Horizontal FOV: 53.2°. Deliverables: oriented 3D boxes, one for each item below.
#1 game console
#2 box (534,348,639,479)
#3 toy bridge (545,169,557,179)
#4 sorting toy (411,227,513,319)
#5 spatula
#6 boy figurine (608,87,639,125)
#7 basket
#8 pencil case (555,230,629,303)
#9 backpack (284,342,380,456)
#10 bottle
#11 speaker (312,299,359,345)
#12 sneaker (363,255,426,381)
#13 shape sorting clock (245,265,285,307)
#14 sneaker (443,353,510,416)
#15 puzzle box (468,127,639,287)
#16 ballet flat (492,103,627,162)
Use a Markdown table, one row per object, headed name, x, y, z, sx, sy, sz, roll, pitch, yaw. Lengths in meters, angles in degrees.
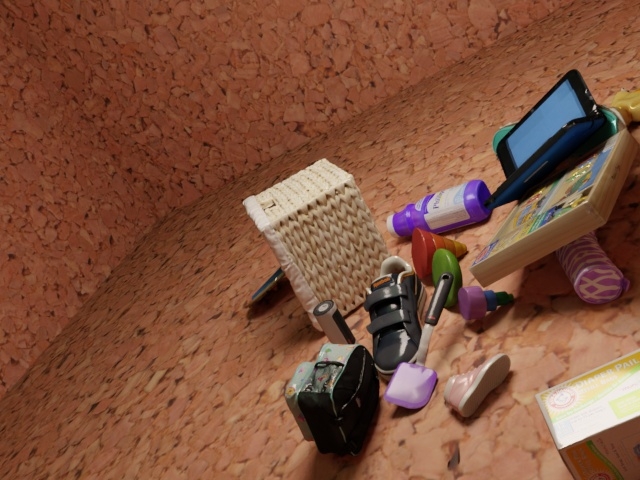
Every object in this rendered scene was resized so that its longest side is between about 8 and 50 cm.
| name | x | y | z | sx | sy | sz | roll | pitch | yaw |
| --- | --- | --- | --- | --- | --- | --- | --- | --- | --- |
| game console | 0.493 | -0.239 | 1.498 | 0.250 | 0.173 | 0.293 | -17 | -25 | -43 |
| box | 0.409 | 0.233 | 0.845 | 0.203 | 0.103 | 0.114 | -29 | 21 | 13 |
| toy bridge | 0.580 | -0.137 | 1.524 | 0.063 | 0.026 | 0.188 | -35 | 19 | -2 |
| sorting toy | 0.314 | 0.067 | 1.411 | 0.126 | 0.127 | 0.365 | -6 | 21 | -10 |
| spatula | 0.208 | 0.187 | 1.241 | 0.084 | 0.030 | 0.297 | 12 | 64 | 26 |
| boy figurine | 0.796 | -0.355 | 1.598 | 0.285 | 0.092 | 0.177 | -31 | 23 | -2 |
| basket | 0.000 | 0.000 | 1.679 | 0.266 | 0.331 | 0.328 | -30 | 20 | -4 |
| pencil case | 0.496 | 0.036 | 1.194 | 0.088 | 0.086 | 0.206 | 4 | 29 | 4 |
| backpack | 0.031 | 0.287 | 1.203 | 0.144 | 0.166 | 0.188 | -5 | 32 | 36 |
| bottle | 0.309 | -0.073 | 1.691 | 0.282 | 0.092 | 0.118 | -17 | 27 | 37 |
| speaker | 0.037 | 0.201 | 1.429 | 0.055 | 0.136 | 0.055 | -25 | 23 | 11 |
| sneaker | 0.154 | 0.157 | 1.373 | 0.126 | 0.127 | 0.321 | -24 | 24 | 21 |
| shape sorting clock | -0.148 | 0.135 | 1.931 | 0.206 | 0.040 | 0.206 | -46 | 1 | 1 |
| sneaker | 0.267 | 0.241 | 1.114 | 0.134 | 0.051 | 0.070 | -44 | 28 | -15 |
| puzzle box | 0.478 | -0.072 | 1.288 | 0.272 | 0.052 | 0.409 | -38 | 1 | 41 |
| ballet flat | 0.610 | -0.255 | 1.595 | 0.147 | 0.147 | 0.409 | -41 | 22 | -18 |
